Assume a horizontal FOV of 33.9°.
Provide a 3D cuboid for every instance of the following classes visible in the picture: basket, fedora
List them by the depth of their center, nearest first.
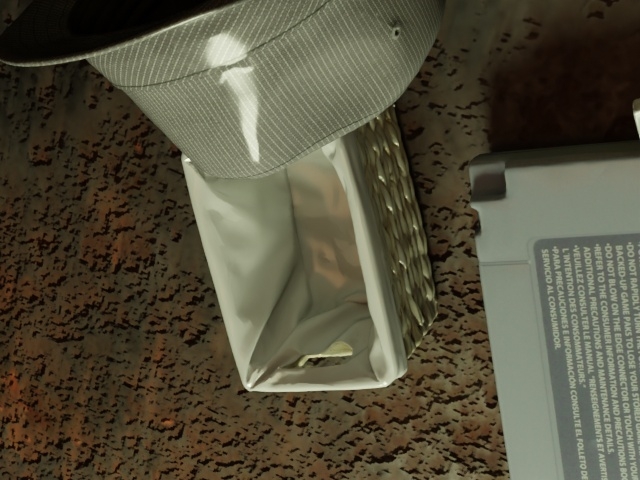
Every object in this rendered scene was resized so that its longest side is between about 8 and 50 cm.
[{"bbox_3d":[-0.026,-0.126,0.569,0.243,0.275,0.124,-5,130,35],"label":"fedora"},{"bbox_3d":[0.000,0.000,0.671,0.113,0.103,0.167,-7,104,27],"label":"basket"}]

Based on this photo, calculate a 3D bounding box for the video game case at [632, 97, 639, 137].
[{"bbox_3d":[0.225,-0.048,0.519,0.122,0.011,0.087,-10,136,22],"label":"video game case"}]

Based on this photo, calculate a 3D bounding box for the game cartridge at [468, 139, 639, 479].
[{"bbox_3d":[0.205,0.083,0.634,0.196,0.060,0.294,-2,107,29],"label":"game cartridge"}]
